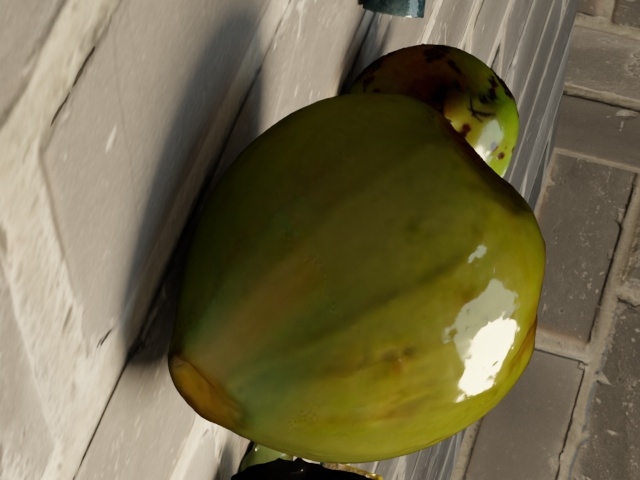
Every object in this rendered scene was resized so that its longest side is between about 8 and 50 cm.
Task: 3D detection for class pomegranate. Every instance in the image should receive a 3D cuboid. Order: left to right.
[{"bbox_3d":[0.097,-0.120,1.476,0.220,0.156,0.156,-90,-175,-52],"label":"pomegranate"}]

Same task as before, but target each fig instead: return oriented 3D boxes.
[{"bbox_3d":[0.011,0.032,1.076,0.271,0.239,0.239,-24,135,-36],"label":"fig"}]

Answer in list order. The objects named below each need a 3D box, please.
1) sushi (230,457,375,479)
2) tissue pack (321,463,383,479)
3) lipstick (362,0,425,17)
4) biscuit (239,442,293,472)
[{"bbox_3d":[0.003,0.313,1.381,0.219,0.239,0.225,57,36,-68],"label":"sushi"},{"bbox_3d":[0.022,0.347,1.860,0.169,0.082,0.120,92,15,-47],"label":"tissue pack"},{"bbox_3d":[0.081,-0.306,1.386,0.053,0.053,0.234,-42,143,-71],"label":"lipstick"},{"bbox_3d":[-0.063,0.315,1.516,0.099,0.038,0.322,-50,153,-59],"label":"biscuit"}]
